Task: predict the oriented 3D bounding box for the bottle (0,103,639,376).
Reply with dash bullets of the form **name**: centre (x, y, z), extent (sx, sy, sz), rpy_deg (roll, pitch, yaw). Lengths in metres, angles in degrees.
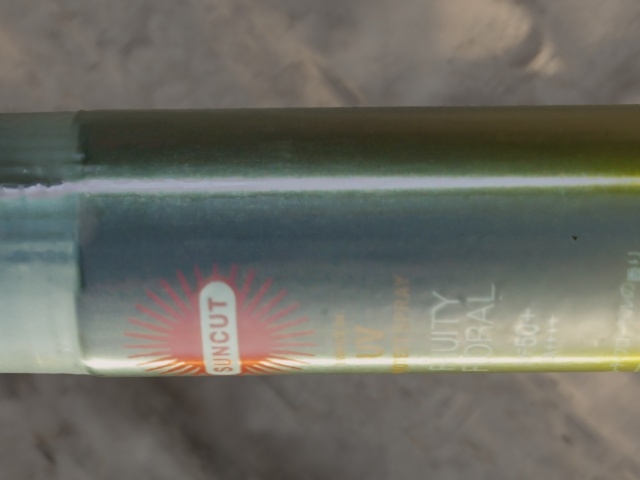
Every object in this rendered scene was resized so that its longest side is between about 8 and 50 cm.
- **bottle**: centre (0.000, 0.000, 0.576), extent (0.286, 0.082, 0.082), rpy_deg (0, 137, 1)
